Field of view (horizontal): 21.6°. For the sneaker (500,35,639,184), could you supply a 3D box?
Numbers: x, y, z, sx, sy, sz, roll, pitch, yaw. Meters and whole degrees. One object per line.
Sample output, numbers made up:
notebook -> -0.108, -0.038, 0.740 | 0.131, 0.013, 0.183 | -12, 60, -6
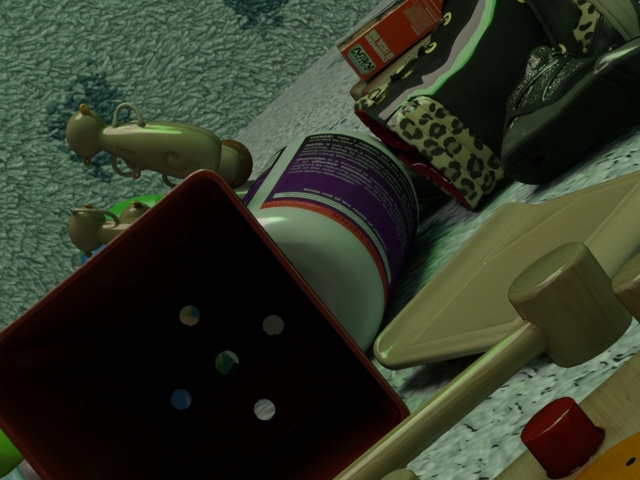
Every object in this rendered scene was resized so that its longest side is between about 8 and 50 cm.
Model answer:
sneaker -> 0.266, -0.161, 1.642 | 0.227, 0.087, 0.130 | -37, 36, 35

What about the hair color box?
hair color box -> 0.102, -0.276, 2.129 | 0.167, 0.053, 0.093 | -38, 11, 5

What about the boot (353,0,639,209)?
boot -> 0.146, -0.232, 1.838 | 0.284, 0.377, 0.138 | -46, -24, -3

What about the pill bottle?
pill bottle -> 0.000, 0.000, 1.720 | 0.181, 0.181, 0.323 | -35, 12, 25

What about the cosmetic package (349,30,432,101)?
cosmetic package -> 0.152, -0.180, 2.058 | 0.153, 0.129, 0.296 | -40, 11, -6

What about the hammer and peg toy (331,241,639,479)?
hammer and peg toy -> 0.141, 0.131, 0.879 | 0.266, 0.127, 0.361 | -42, 11, 1

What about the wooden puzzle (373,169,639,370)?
wooden puzzle -> 0.177, 0.029, 1.396 | 0.221, 0.044, 0.238 | -45, 17, -27

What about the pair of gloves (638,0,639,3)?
pair of gloves -> 0.359, -0.273, 2.020 | 0.159, 0.023, 0.198 | -31, 15, 32

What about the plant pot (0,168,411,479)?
plant pot -> -0.096, 0.119, 1.440 | 0.267, 0.267, 0.236 | -39, -2, 6

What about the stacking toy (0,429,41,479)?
stacking toy -> -0.306, 0.235, 1.605 | 0.130, 0.279, 0.309 | -50, 11, 6

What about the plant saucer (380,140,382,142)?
plant saucer -> -0.011, -0.053, 2.344 | 0.278, 0.041, 0.278 | -39, 12, 10

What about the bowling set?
bowling set -> -0.165, -0.036, 1.732 | 0.200, 0.154, 0.287 | -65, -17, -60

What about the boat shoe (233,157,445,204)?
boat shoe -> -0.012, -0.020, 1.974 | 0.355, 0.130, 0.132 | -11, 9, 23

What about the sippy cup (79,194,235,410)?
sippy cup -> -0.189, 0.105, 1.886 | 0.224, 0.240, 0.305 | -70, -4, -49
